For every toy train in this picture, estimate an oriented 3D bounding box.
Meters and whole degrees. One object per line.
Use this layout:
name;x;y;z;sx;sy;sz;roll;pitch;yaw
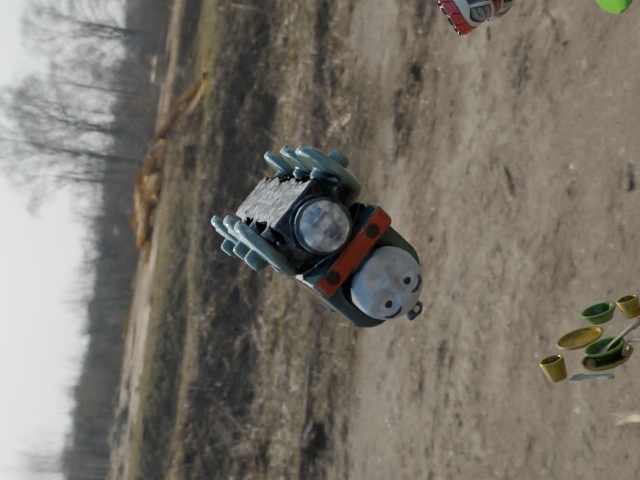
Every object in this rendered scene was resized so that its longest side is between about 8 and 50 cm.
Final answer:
toy train;0.000;0.000;0.878;0.142;0.190;0.334;-52;14;-6

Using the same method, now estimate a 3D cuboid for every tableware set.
tableware set;0.263;0.089;0.784;0.104;0.154;0.024;-15;101;50

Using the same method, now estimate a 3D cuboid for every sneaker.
sneaker;0.237;-0.340;1.092;0.093;0.088;0.225;-27;15;38

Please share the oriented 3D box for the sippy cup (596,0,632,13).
sippy cup;0.362;-0.281;0.629;0.305;0.240;0.224;-30;83;38
